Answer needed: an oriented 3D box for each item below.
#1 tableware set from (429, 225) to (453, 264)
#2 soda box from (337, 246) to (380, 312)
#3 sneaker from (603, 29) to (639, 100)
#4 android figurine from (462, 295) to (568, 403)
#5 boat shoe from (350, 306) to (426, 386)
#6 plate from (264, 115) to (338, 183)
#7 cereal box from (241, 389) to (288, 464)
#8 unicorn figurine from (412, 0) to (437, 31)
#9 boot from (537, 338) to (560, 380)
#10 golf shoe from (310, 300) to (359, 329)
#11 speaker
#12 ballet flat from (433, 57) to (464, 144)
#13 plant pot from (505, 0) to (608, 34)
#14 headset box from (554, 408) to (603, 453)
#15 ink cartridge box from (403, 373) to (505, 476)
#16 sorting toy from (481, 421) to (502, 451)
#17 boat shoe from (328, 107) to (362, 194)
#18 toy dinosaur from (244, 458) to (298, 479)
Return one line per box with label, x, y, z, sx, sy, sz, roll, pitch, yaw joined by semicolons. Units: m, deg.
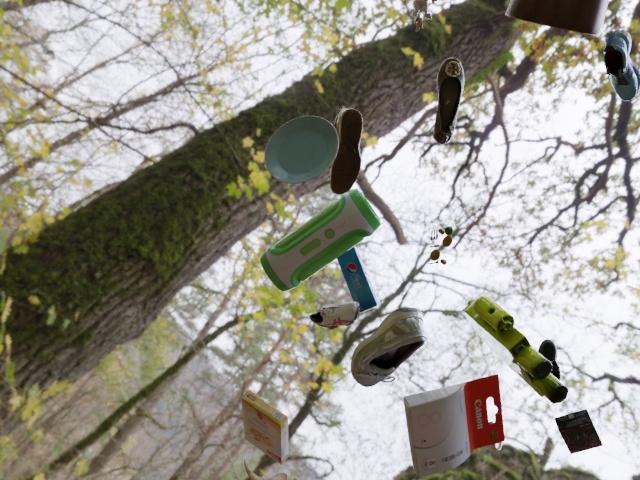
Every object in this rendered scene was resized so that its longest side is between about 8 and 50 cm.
tableware set;0.473;0.021;2.094;0.024;0.154;0.104;23;-25;-37
soda box;0.123;0.129;1.786;0.067;0.071;0.210;21;47;-75
sneaker;0.644;-0.368;1.172;0.063;0.073;0.162;2;-44;50
android figurine;0.391;0.214;1.117;0.248;0.056;0.273;50;2;-26
boat shoe;0.174;0.301;1.412;0.118;0.103;0.321;13;-47;-23
plate;-0.043;-0.213;1.280;0.188;0.188;0.024;27;-12;28
cereal box;-0.186;0.630;1.810;0.172;0.047;0.240;25;-47;27
unicorn figurine;0.259;-0.594;1.289;0.060;0.111;0.162;20;-38;-22
boot;0.541;0.294;1.275;0.045;0.121;0.099;12;-8;14
golf shoe;0.043;0.225;1.624;0.085;0.068;0.186;18;-32;-30
speaker;0.000;0.000;1.325;0.131;0.296;0.131;53;9;-12
ballet flat;0.376;-0.408;1.586;0.084;0.250;0.058;7;15;0
plant pot;0.552;-0.596;1.188;0.215;0.215;0.231;27;-58;27
headset box;0.489;0.364;1.019;0.062;0.032;0.083;-24;-65;18
ink cartridge box;0.314;0.421;1.229;0.066;0.232;0.189;-106;-174;-75
sorting toy;0.505;0.597;1.636;0.075;0.084;0.044;-26;-28;36
boat shoe;0.079;-0.298;1.810;0.089;0.104;0.286;-142;-121;-61
toy dinosaur;-0.104;0.469;1.013;0.183;0.092;0.053;-14;-70;47
